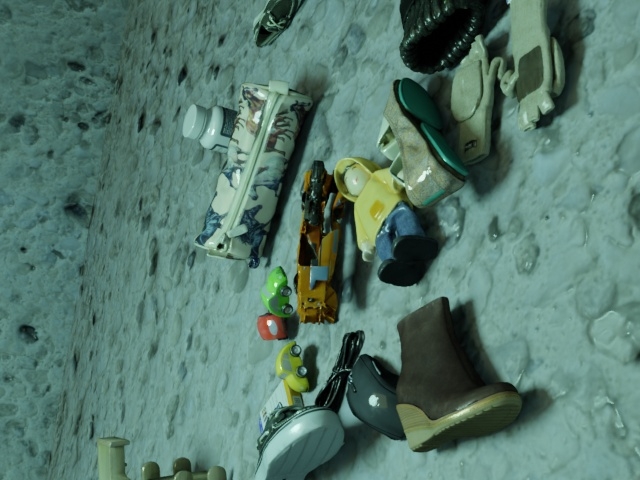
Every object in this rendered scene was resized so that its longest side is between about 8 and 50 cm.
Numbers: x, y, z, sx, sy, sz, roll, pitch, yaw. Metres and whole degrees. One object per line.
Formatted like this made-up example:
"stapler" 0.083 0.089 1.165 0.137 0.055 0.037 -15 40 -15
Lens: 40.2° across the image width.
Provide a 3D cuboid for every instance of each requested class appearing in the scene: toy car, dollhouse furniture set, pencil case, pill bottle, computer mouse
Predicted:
"toy car" -0.083 0.150 1.665 0.239 0.053 0.225 -122 24 -53
"dollhouse furniture set" -0.345 0.497 1.879 0.212 0.242 0.161 -14 78 60
"pencil case" -0.147 -0.151 1.903 0.183 0.160 0.410 -125 53 -76
"pill bottle" -0.231 -0.263 2.091 0.108 0.180 0.108 -35 48 51
"computer mouse" 0.055 0.273 1.443 0.262 0.060 0.184 44 115 59

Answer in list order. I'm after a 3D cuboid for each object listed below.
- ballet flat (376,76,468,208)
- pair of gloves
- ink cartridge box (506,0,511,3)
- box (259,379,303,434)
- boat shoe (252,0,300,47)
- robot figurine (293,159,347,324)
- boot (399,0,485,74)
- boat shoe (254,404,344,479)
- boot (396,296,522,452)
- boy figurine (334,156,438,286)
"ballet flat" 0.142 -0.156 1.388 0.106 0.108 0.316 -48 25 23
"pair of gloves" 0.275 -0.236 1.293 0.240 0.042 0.204 144 128 -58
"ink cartridge box" 0.333 -0.484 1.291 0.208 0.045 0.206 -48 38 45
"box" -0.079 0.337 1.701 0.136 0.028 0.081 -59 32 33
"boat shoe" -0.105 -0.536 2.104 0.219 0.078 0.070 143 135 -61
"robot figurine" 0.000 0.000 1.606 0.211 0.085 0.291 97 178 -74
"boot" 0.196 -0.464 1.383 0.348 0.131 0.260 96 175 -54
"boat shoe" -0.059 0.343 1.511 0.335 0.121 0.119 123 141 -51
"boot" 0.179 0.173 1.226 0.248 0.090 0.206 -41 46 53
"boy figurine" 0.106 -0.057 1.473 0.177 0.092 0.285 -61 34 31
